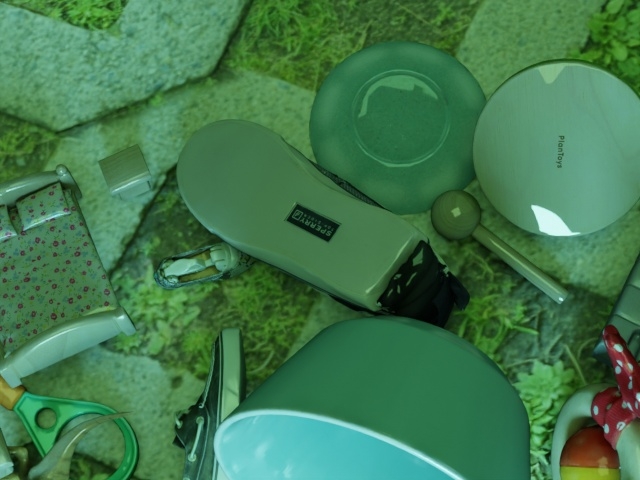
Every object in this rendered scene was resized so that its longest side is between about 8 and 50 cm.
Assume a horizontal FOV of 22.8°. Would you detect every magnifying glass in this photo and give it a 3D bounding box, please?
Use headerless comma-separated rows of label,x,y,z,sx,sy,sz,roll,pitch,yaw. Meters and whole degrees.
magnifying glass,-0.288,0.177,1.627,0.231,0.026,0.092,32,81,10

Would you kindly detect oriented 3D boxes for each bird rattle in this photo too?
bird rattle,0.274,0.208,1.500,0.143,0.207,0.253,-10,86,-25

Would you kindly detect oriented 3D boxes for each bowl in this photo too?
bowl,0.071,0.186,1.493,0.311,0.311,0.163,22,59,7

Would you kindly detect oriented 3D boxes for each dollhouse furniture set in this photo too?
dollhouse furniture set,-0.304,0.058,1.534,0.355,0.174,0.303,-25,58,-3

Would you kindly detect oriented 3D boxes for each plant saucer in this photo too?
plant saucer,0.084,-0.125,1.675,0.195,0.037,0.195,0,77,2

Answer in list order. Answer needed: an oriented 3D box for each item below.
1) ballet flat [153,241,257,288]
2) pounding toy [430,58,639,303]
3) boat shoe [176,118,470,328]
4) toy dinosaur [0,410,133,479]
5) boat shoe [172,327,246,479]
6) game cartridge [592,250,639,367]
ballet flat,-0.118,0.024,1.647,0.114,0.041,0.041,-16,76,-1
pounding toy,0.237,-0.083,1.639,0.183,0.110,0.237,29,109,-2
boat shoe,0.000,0.000,1.617,0.340,0.158,0.127,35,84,38
toy dinosaur,-0.275,0.237,1.584,0.112,0.064,0.211,20,101,-10
boat shoe,-0.114,0.194,1.587,0.070,0.078,0.219,4,79,3
game cartridge,0.475,0.096,1.573,0.355,0.068,0.230,27,63,8
